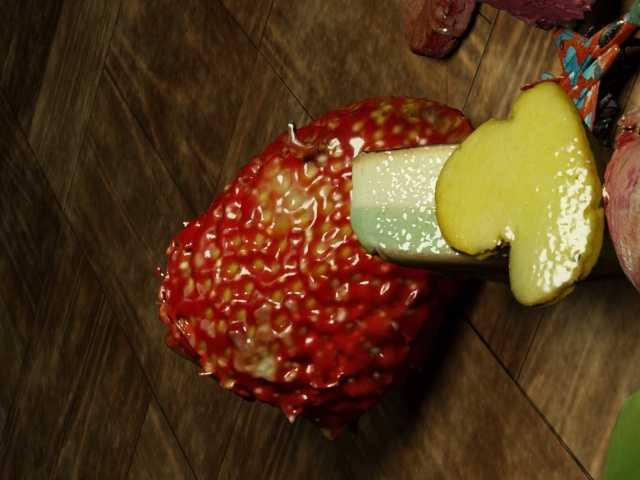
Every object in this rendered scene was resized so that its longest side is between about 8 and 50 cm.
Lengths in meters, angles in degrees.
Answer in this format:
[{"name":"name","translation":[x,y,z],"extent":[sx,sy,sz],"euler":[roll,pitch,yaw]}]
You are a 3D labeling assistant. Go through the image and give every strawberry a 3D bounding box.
[{"name":"strawberry","translation":[-0.002,0.000,1.906],"extent":[0.292,0.292,0.343],"euler":[-116,38,-48]}]

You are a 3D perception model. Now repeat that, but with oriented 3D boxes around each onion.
[{"name":"onion","translation":[0.286,-0.005,1.469],"extent":[0.159,0.159,0.195],"euler":[-135,46,-58]}]

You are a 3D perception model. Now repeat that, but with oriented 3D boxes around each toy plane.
[{"name":"toy plane","translation":[0.241,-0.151,1.691],"extent":[0.189,0.061,0.130],"euler":[-42,47,48]}]

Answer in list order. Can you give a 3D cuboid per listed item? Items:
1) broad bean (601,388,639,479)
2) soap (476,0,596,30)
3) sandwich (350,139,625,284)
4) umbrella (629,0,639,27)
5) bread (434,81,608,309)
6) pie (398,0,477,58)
[{"name":"broad bean","translation":[0.273,0.180,1.512],"extent":[0.169,0.100,0.228],"euler":[-123,44,-61]},{"name":"soap","translation":[0.183,-0.347,1.712],"extent":[0.112,0.182,0.289],"euler":[-13,56,64]},{"name":"sandwich","translation":[0.159,-0.027,1.648],"extent":[0.186,0.220,0.108],"euler":[-14,70,63]},{"name":"umbrella","translation":[0.309,-0.199,1.500],"extent":[0.349,0.143,0.094],"euler":[-127,17,-56]},{"name":"bread","translation":[0.165,-0.021,1.550],"extent":[0.149,0.065,0.187],"euler":[-28,56,28]},{"name":"pie","translation":[0.117,-0.257,1.989],"extent":[0.153,0.038,0.153],"euler":[-172,90,-66]}]
